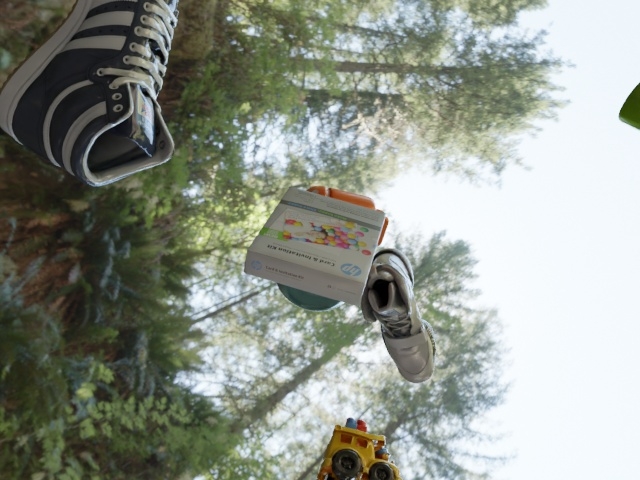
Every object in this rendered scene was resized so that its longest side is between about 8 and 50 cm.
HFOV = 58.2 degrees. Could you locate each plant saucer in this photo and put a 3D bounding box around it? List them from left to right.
[{"bbox_3d":[-0.008,0.063,0.822,0.119,0.021,0.119,4,-53,5],"label":"plant saucer"}]

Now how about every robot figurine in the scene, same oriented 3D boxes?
[{"bbox_3d":[0.039,-0.050,1.279,0.219,0.158,0.128,13,-31,-11],"label":"robot figurine"}]

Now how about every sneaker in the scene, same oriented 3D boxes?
[{"bbox_3d":[-0.178,-0.182,0.560,0.153,0.099,0.282,36,-91,23],"label":"sneaker"},{"bbox_3d":[0.191,0.208,1.452,0.137,0.210,0.366,-15,-88,19],"label":"sneaker"}]

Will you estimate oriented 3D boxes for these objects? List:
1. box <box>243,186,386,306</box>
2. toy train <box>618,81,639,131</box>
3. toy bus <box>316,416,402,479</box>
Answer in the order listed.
[{"bbox_3d":[0.000,0.000,0.742,0.145,0.186,0.038,16,-57,6],"label":"box"},{"bbox_3d":[0.239,-0.053,0.340,0.143,0.248,0.105,50,-33,27],"label":"toy train"},{"bbox_3d":[0.117,0.588,1.573,0.220,0.212,0.150,14,-45,4],"label":"toy bus"}]
